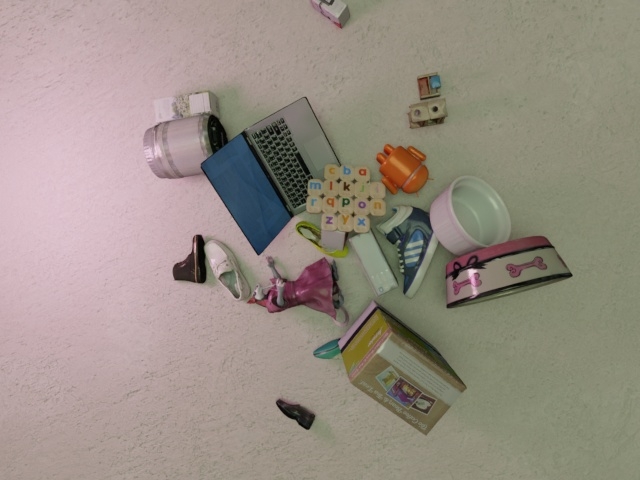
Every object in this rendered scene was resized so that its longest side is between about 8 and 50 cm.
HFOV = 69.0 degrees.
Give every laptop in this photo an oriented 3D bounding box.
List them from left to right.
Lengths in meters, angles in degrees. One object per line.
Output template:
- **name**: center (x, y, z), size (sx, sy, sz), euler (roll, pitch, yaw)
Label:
- **laptop**: center (-0.138, -0.231, 1.665), size (0.407, 0.236, 0.382), euler (-27, 113, 7)

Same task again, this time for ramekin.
- **ramekin**: center (0.517, -0.077, 1.632), size (0.276, 0.135, 0.278), euler (13, 62, -25)

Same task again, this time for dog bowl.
- **dog bowl**: center (0.607, 0.108, 1.568), size (0.407, 0.408, 0.151), euler (-15, 76, 8)

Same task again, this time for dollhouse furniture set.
- **dollhouse furniture set**: center (0.380, -0.520, 1.703), size (0.128, 0.129, 0.184), euler (-9, 91, 8)

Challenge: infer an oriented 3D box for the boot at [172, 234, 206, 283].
- **boot**: center (-0.539, 0.074, 1.881), size (0.136, 0.077, 0.198), euler (0, 90, 13)

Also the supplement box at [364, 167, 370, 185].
- **supplement box**: center (0.172, -0.223, 1.774), size (0.036, 0.062, 0.099), euler (-7, 90, 7)

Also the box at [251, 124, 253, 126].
- **box**: center (-0.260, -0.359, 1.800), size (0.072, 0.126, 0.137), euler (42, 97, 6)

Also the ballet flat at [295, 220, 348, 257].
- **ballet flat**: center (0.000, 0.000, 1.796), size (0.230, 0.077, 0.077), euler (32, 97, 6)

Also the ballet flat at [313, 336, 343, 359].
- **ballet flat**: center (0.091, 0.410, 1.794), size (0.247, 0.083, 0.087), euler (-32, 95, 8)

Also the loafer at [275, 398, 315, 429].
- **loafer**: center (-0.099, 0.677, 1.846), size (0.170, 0.062, 0.061), euler (32, 57, 13)

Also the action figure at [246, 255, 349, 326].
- **action figure**: center (-0.101, 0.204, 1.789), size (0.369, 0.248, 0.276), euler (-16, 116, 7)

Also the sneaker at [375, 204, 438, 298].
- **sneaker**: center (0.303, 0.029, 1.739), size (0.236, 0.130, 0.323), euler (23, 98, 15)

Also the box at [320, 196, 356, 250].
- **box**: center (0.067, -0.071, 1.725), size (0.090, 0.130, 0.171), euler (15, 60, 7)

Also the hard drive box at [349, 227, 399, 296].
- **hard drive box**: center (0.198, 0.076, 1.719), size (0.089, 0.181, 0.232), euler (-27, 88, 8)

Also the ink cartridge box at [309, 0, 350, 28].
- **ink cartridge box**: center (0.032, -0.884, 1.754), size (0.150, 0.109, 0.063), euler (39, 100, 6)

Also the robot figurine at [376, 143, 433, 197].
- **robot figurine**: center (0.305, -0.260, 1.723), size (0.219, 0.128, 0.158), euler (40, 52, 5)

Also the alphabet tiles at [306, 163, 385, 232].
- **alphabet tiles**: center (0.093, -0.152, 1.679), size (0.283, 0.021, 0.278), euler (3, 64, 0)

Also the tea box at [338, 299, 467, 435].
- **tea box**: center (0.265, 0.424, 1.608), size (0.329, 0.323, 0.220), euler (37, 96, -12)

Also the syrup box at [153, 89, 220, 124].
- **syrup box**: center (-0.530, -0.519, 1.849), size (0.236, 0.096, 0.093), euler (-7, 89, 9)

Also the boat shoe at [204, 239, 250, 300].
- **boat shoe**: center (-0.375, 0.116, 1.843), size (0.098, 0.096, 0.277), euler (-36, 87, 7)

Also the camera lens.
- **camera lens**: center (-0.503, -0.358, 1.787), size (0.273, 0.219, 0.220), euler (-9, 90, 8)
